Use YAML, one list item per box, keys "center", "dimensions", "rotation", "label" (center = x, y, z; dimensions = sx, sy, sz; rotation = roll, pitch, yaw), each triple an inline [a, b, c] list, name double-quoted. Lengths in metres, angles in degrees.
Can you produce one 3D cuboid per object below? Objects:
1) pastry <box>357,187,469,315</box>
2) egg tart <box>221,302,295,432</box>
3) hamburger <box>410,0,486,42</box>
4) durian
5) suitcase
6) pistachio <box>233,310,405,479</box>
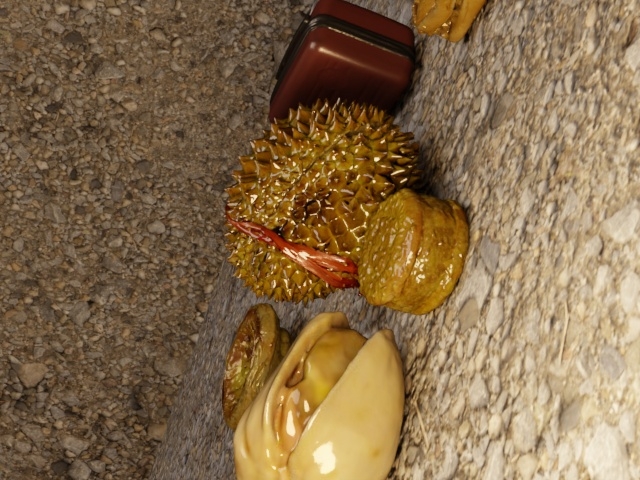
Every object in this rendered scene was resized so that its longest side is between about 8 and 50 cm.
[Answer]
- center: [0.132, 0.017, 1.483]
  dimensions: [0.189, 0.103, 0.189]
  rotation: [-163, 90, -72]
  label: "pastry"
- center: [-0.132, 0.282, 2.230]
  dimensions: [0.290, 0.115, 0.290]
  rotation: [-164, 90, -76]
  label: "egg tart"
- center: [0.223, -0.447, 1.722]
  dimensions: [0.214, 0.108, 0.214]
  rotation: [-162, 90, -79]
  label: "hamburger"
- center: [0.003, -0.059, 1.718]
  dimensions: [0.384, 0.347, 0.347]
  rotation: [-38, 20, 7]
  label: "durian"
- center: [0.039, -0.323, 2.041]
  dimensions: [0.297, 0.236, 0.161]
  rotation: [127, 157, -55]
  label: "suitcase"
- center: [0.006, 0.260, 1.458]
  dimensions: [0.321, 0.229, 0.238]
  rotation: [-67, -22, -12]
  label: "pistachio"
